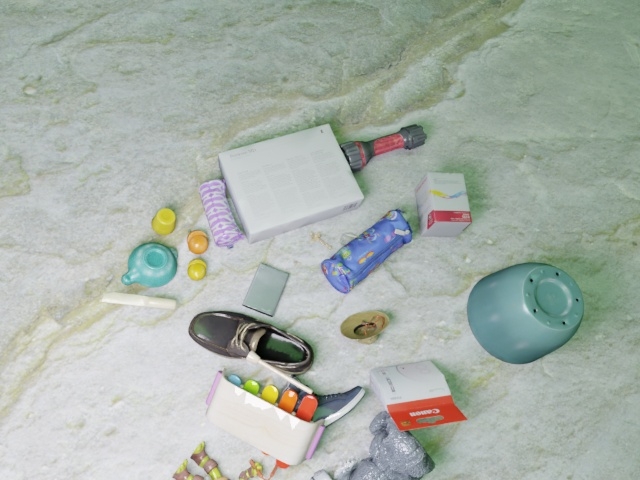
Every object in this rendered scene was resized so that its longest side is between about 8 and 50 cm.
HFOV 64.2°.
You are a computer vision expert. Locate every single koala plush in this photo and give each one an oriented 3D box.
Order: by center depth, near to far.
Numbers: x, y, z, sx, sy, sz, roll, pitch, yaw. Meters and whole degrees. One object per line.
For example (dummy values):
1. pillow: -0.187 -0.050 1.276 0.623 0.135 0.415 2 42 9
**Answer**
1. koala plush: 0.158 0.578 1.294 0.221 0.203 0.196 -39 79 -9

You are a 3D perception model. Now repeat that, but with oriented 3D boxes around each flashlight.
1. flashlight: 0.208 -0.310 1.690 0.303 0.103 0.103 -19 72 -16

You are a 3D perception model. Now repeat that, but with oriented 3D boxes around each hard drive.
1. hard drive: -0.159 0.145 1.488 0.094 0.022 0.135 21 67 -1

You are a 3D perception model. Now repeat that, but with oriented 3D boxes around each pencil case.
1. pencil case: -0.297 -0.082 1.518 0.088 0.086 0.206 -20 73 -9
2. pencil case: 0.148 0.030 1.530 0.306 0.133 0.120 -36 108 -20

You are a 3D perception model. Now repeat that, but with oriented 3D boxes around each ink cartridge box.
1. ink cartridge box: 0.253 0.403 1.354 0.188 0.232 0.066 -5 100 -12
2. ink cartridge box: 0.388 -0.114 1.629 0.127 0.128 0.176 1 69 -10

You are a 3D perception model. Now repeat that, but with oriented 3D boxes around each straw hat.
1. straw hat: 0.132 0.265 1.467 0.144 0.144 0.061 -23 116 -18

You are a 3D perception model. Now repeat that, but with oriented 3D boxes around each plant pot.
1. plant pot: 0.615 0.196 1.488 0.292 0.235 0.293 4 68 -9

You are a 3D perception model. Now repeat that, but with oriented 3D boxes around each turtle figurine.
1. turtle figurine: -0.240 0.602 1.259 0.217 0.087 0.269 38 47 10

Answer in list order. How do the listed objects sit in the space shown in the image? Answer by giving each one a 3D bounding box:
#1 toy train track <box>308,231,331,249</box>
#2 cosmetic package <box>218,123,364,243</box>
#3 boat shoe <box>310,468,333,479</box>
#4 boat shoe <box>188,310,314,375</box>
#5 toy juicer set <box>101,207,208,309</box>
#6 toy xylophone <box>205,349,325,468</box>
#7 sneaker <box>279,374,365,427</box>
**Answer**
1. toy train track: 0.000 0.000 1.578 0.083 0.014 0.048 37 67 5
2. cosmetic package: -0.094 -0.183 1.590 0.376 0.097 0.285 -18 74 -16
3. boat shoe: 0.074 0.733 1.258 0.119 0.121 0.335 -41 70 -13
4. boat shoe: -0.181 0.261 1.378 0.354 0.130 0.133 15 67 -4
5. toy juicer set: -0.437 0.083 1.436 0.209 0.089 0.329 29 58 -12
6. toy xylophone: -0.135 0.422 1.288 0.322 0.081 0.236 32 96 10
7. sneaker: -0.003 0.413 1.374 0.226 0.086 0.164 -29 79 -18
